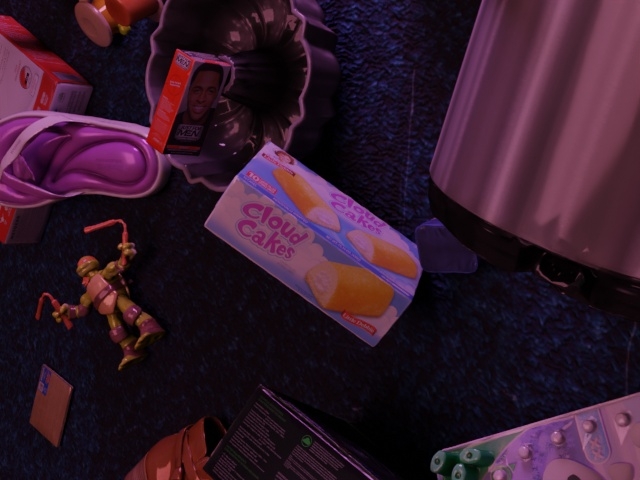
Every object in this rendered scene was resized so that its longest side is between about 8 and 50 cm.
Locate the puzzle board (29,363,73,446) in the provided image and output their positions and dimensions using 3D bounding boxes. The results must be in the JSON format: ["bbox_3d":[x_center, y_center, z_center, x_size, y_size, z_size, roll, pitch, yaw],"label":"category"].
[{"bbox_3d":[-0.504,0.309,1.884,0.096,0.011,0.128,29,109,37],"label":"puzzle board"}]

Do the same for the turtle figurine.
[{"bbox_3d":[-0.363,0.109,1.708,0.269,0.087,0.217,-43,73,23],"label":"turtle figurine"}]

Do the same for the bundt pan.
[{"bbox_3d":[-0.101,-0.233,1.450,0.330,0.124,0.331,2,93,39],"label":"bundt pan"}]

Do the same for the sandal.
[{"bbox_3d":[-0.449,-0.138,1.689,0.416,0.102,0.169,-3,100,23],"label":"sandal"}]

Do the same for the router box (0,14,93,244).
[{"bbox_3d":[-0.587,-0.211,1.883,0.301,0.082,0.335,38,115,32],"label":"router box"}]

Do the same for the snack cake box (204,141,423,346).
[{"bbox_3d":[0.000,0.000,1.285,0.264,0.152,0.089,35,117,-2],"label":"snack cake box"}]

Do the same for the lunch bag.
[{"bbox_3d":[0.171,0.002,1.272,0.098,0.065,0.067,2,109,39],"label":"lunch bag"}]

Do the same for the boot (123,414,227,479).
[{"bbox_3d":[-0.186,0.434,1.579,0.220,0.109,0.283,-39,60,30],"label":"boot"}]

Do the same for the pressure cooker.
[{"bbox_3d":[0.326,-0.167,0.938,0.375,0.370,0.420,27,113,32],"label":"pressure cooker"}]

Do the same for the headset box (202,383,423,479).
[{"bbox_3d":[0.036,0.327,1.261,0.246,0.283,0.131,34,88,36],"label":"headset box"}]

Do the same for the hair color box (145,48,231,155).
[{"bbox_3d":[-0.184,-0.190,1.394,0.043,0.072,0.141,36,114,34],"label":"hair color box"}]

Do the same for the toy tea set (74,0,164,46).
[{"bbox_3d":[-0.384,-0.453,1.689,0.336,0.124,0.200,39,152,12],"label":"toy tea set"}]

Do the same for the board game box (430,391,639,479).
[{"bbox_3d":[0.323,0.360,1.044,0.390,0.050,0.390,-22,63,24],"label":"board game box"}]
